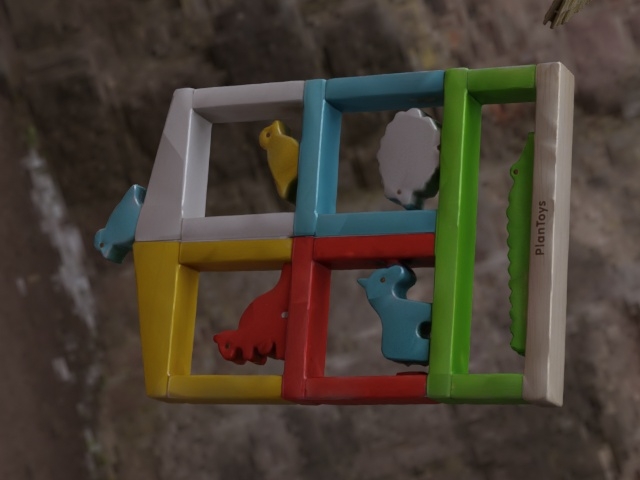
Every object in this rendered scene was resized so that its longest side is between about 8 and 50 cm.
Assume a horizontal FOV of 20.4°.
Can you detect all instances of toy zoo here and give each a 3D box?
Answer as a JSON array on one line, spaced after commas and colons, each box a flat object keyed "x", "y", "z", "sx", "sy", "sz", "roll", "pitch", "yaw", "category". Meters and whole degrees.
[{"x": 0.000, "y": 0.000, "z": 1.034, "sx": 0.030, "sy": 0.293, "sz": 0.192, "roll": 28, "pitch": 62, "yaw": -62, "category": "toy zoo"}]

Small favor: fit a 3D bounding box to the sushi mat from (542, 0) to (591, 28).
[{"x": 0.269, "y": -0.299, "z": 1.393, "sx": 0.019, "sy": 0.151, "sz": 0.316, "roll": 41, "pitch": -32, "yaw": 12, "category": "sushi mat"}]
